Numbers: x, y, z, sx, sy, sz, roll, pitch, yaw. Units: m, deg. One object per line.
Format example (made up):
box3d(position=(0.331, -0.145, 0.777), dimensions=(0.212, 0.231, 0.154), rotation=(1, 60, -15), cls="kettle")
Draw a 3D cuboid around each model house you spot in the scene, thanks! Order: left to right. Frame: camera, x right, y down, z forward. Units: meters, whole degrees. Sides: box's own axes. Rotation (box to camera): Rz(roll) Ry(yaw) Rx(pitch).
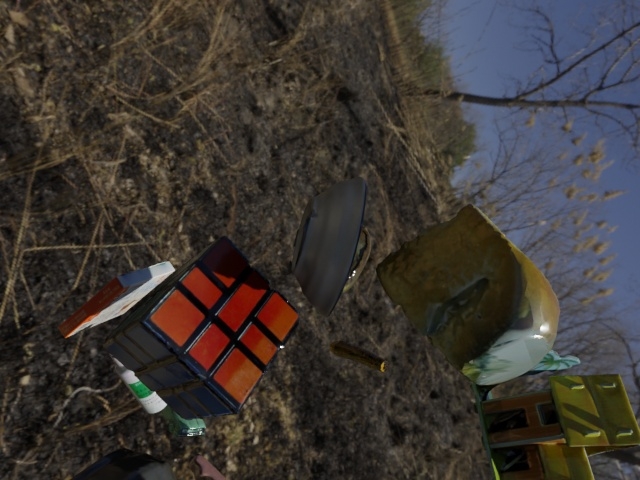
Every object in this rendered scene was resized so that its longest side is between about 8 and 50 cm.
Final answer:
box3d(position=(0.510, 0.411, 1.025), dimensions=(0.340, 0.323, 0.301), rotation=(45, 33, -48), cls="model house")

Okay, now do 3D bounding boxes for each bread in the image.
box3d(position=(0.314, 0.144, 0.920), dimensions=(0.395, 0.239, 0.264), rotation=(42, 15, -47), cls="bread")

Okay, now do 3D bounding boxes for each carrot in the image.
box3d(position=(0.092, 0.278, 1.145), dimensions=(0.042, 0.170, 0.042), rotation=(-11, 106, -43), cls="carrot")

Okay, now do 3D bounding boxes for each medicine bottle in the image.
box3d(position=(-0.561, 0.424, 1.472), dimensions=(0.095, 0.095, 0.260), rotation=(-90, 165, -54), cls="medicine bottle")

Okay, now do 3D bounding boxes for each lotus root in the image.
box3d(position=(0.095, 0.066, 1.782), dimensions=(0.275, 0.160, 0.152), rotation=(-64, 162, -10), cls="lotus root")

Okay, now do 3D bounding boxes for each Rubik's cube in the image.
box3d(position=(-0.266, 0.206, 1.084), dimensions=(0.283, 0.288, 0.294), rotation=(49, 50, -10), cls="Rubik's cube")

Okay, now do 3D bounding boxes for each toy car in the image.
box3d(position=(-0.573, 0.643, 1.881), dimensions=(0.141, 0.097, 0.320), rotation=(23, 11, -48), cls="toy car")

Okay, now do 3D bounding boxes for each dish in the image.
box3d(position=(0.000, 0.000, 1.015), dimensions=(0.316, 0.106, 0.317), rotation=(-165, -90, -82), cls="dish")

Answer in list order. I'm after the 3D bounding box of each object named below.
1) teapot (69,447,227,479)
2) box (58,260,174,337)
box3d(position=(-0.257, 0.519, 0.720), dimensions=(0.361, 0.306, 0.376), rotation=(44, 36, 11), cls="teapot")
box3d(position=(-0.623, 0.176, 1.473), dimensions=(0.048, 0.273, 0.265), rotation=(53, 16, 4), cls="box")
